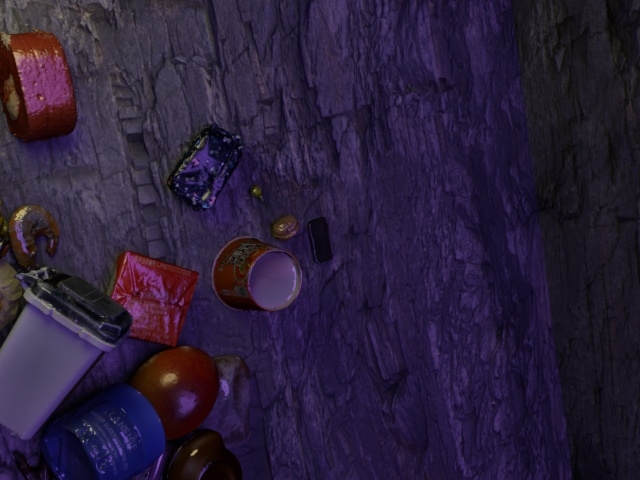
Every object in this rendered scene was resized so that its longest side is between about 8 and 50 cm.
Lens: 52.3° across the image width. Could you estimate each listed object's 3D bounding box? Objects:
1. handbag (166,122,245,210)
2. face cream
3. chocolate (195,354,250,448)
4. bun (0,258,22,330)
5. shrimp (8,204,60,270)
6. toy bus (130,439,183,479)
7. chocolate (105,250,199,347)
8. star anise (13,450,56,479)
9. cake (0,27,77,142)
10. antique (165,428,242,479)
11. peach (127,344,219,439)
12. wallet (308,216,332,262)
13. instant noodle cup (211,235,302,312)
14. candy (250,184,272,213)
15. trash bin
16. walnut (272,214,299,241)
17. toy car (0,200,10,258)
[{"bbox_3d":[-0.341,-0.219,1.959,0.162,0.113,0.260,34,76,-26],"label":"handbag"},{"bbox_3d":[-0.577,0.539,1.731,0.225,0.249,0.248,-32,113,-51],"label":"face cream"},{"bbox_3d":[-0.296,0.521,2.064,0.185,0.100,0.303,-4,97,-39],"label":"chocolate"},{"bbox_3d":[-0.844,0.145,1.620,0.222,0.128,0.222,0,91,-38],"label":"bun"},{"bbox_3d":[-0.750,-0.001,1.722,0.133,0.052,0.187,-10,103,-36],"label":"shrimp"},{"bbox_3d":[-0.458,0.662,1.927,0.203,0.142,0.141,24,80,-35],"label":"toy bus"},{"bbox_3d":[-0.501,0.167,1.881,0.238,0.108,0.234,20,83,-33],"label":"chocolate"},{"bbox_3d":[-0.744,0.674,1.762,0.288,0.088,0.288,5,80,-29],"label":"star anise"},{"bbox_3d":[-0.719,-0.389,1.637,0.151,0.177,0.282,-15,104,-33],"label":"cake"},{"bbox_3d":[-0.326,0.685,1.858,0.224,0.129,0.278,-1,95,-42],"label":"antique"},{"bbox_3d":[-0.408,0.437,1.893,0.274,0.245,0.248,-46,127,-25],"label":"peach"},{"bbox_3d":[0.000,0.000,2.273,0.082,0.018,0.156,-20,105,-33],"label":"wallet"},{"bbox_3d":[-0.190,0.116,2.042,0.250,0.192,0.250,-3,96,-34],"label":"instant noodle cup"},{"bbox_3d":[-0.189,-0.130,2.128,0.035,0.035,0.123,-45,126,-13],"label":"candy"},{"bbox_3d":[-0.694,0.274,1.640,0.296,0.256,0.367,36,91,-7],"label":"trash bin"},{"bbox_3d":[-0.114,-0.039,2.154,0.096,0.082,0.079,-38,144,-19],"label":"walnut"},{"bbox_3d":[-0.854,-0.014,1.538,0.201,0.142,0.247,24,46,-10],"label":"toy car"}]
